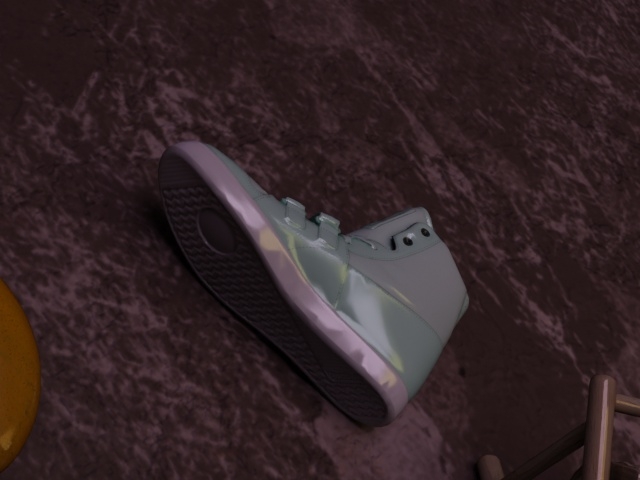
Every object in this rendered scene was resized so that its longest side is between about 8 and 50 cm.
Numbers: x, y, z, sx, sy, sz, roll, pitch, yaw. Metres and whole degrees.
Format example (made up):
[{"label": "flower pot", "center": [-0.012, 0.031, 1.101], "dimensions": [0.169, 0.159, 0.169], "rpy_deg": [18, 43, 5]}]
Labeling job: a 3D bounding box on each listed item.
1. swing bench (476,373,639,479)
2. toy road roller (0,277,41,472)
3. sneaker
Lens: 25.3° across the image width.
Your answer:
[{"label": "swing bench", "center": [0.263, 0.262, 0.998], "dimensions": [0.253, 0.165, 0.255], "rpy_deg": [15, 54, -22]}, {"label": "toy road roller", "center": [-0.269, 0.016, 0.846], "dimensions": [0.240, 0.202, 0.330], "rpy_deg": [36, 53, -20]}, {"label": "sneaker", "center": [0.000, 0.001, 1.066], "dimensions": [0.256, 0.094, 0.151], "rpy_deg": [48, 54, -7]}]
